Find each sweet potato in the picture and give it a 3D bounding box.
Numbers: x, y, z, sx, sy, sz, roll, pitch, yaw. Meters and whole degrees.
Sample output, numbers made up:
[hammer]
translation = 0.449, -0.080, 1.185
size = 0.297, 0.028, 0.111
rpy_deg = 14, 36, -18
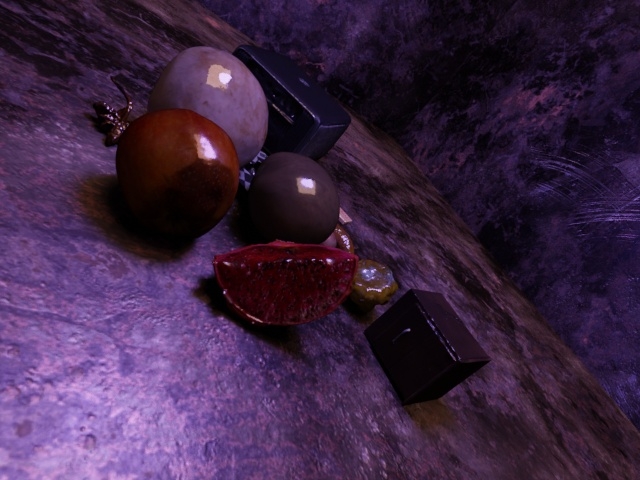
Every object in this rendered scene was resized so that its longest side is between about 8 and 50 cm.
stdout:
[sweet potato]
translation = 0.025, -0.037, 1.245
size = 0.314, 0.066, 0.072
rpy_deg = 55, -14, 29

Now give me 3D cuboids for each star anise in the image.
[star anise]
translation = -0.441, -0.278, 0.926
size = 0.097, 0.070, 0.191
rpy_deg = -11, 68, -49

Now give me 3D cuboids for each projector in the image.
[projector]
translation = -0.131, -0.479, 1.541
size = 0.395, 0.242, 0.405
rpy_deg = 46, 26, 3

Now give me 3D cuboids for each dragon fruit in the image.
[dragon fruit]
translation = -0.068, 0.072, 0.835
size = 0.261, 0.134, 0.211
rpy_deg = 0, 18, -6

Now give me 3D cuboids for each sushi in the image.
[sushi]
translation = -0.195, -0.186, 1.188
size = 0.231, 0.047, 0.219
rpy_deg = 48, 29, 23

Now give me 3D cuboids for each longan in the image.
[longan]
translation = -0.068, -0.097, 1.013
size = 0.248, 0.248, 0.248
rpy_deg = 34, 25, -18

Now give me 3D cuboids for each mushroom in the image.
[mushroom]
translation = -0.285, -0.300, 1.029
size = 0.289, 0.298, 0.297
rpy_deg = 9, -3, 42

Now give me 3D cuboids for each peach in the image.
[peach]
translation = 0.002, 0.001, 1.127
size = 0.083, 0.083, 0.083
rpy_deg = 34, 25, -18

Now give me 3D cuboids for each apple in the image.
[apple]
translation = -0.256, -0.116, 0.771
size = 0.229, 0.230, 0.230
rpy_deg = 34, 25, -18

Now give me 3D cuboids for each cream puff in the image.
[cream puff]
translation = 0.119, 0.122, 1.080
size = 0.146, 0.116, 0.146
rpy_deg = 7, 43, -7

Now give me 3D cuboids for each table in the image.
[table]
translation = 0.237, 0.240, 0.971
size = 0.172, 0.169, 0.193
rpy_deg = 15, 36, -46

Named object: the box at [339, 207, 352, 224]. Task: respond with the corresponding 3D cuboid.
[box]
translation = 0.065, -0.094, 1.461
size = 0.093, 0.015, 0.058
rpy_deg = 50, 27, 15
